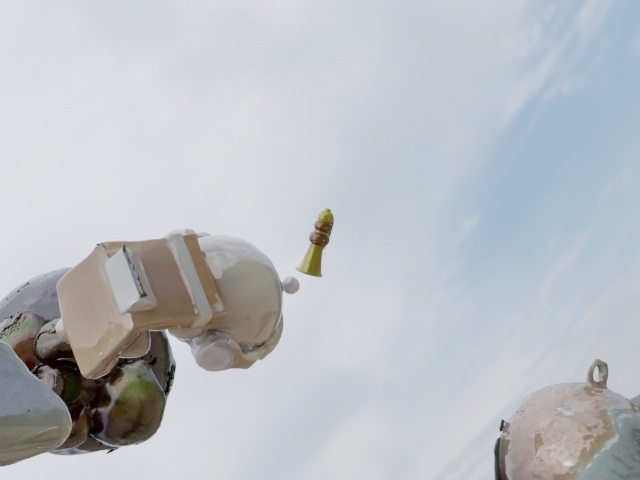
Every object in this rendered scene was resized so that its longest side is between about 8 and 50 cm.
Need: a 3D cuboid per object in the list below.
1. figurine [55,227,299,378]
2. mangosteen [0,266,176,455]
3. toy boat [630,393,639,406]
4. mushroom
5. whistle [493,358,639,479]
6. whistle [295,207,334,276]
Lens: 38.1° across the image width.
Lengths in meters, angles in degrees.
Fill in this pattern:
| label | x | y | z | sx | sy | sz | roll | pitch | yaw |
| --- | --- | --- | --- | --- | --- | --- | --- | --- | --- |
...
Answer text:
| label | x | y | z | sx | sy | sz | roll | pitch | yaw |
| --- | --- | --- | --- | --- | --- | --- | --- | --- | --- |
| figurine | -0.127 | 0.062 | 0.910 | 0.237 | 0.162 | 0.141 | -4 | -35 | -45 |
| mangosteen | -0.452 | 0.231 | 1.773 | 0.381 | 0.381 | 0.421 | -41 | 14 | -24 |
| toy boat | 0.624 | 0.277 | 1.410 | 0.114 | 0.296 | 0.122 | -34 | -51 | -67 |
| mushroom | -0.389 | 0.137 | 0.811 | 0.329 | 0.159 | 0.122 | 17 | -104 | -56 |
| whistle | 0.279 | 0.302 | 1.007 | 0.189 | 0.189 | 0.347 | 4 | -82 | -61 |
| whistle | 0.003 | 0.003 | 1.469 | 0.057 | 0.046 | 0.109 | 16 | -84 | -44 |
